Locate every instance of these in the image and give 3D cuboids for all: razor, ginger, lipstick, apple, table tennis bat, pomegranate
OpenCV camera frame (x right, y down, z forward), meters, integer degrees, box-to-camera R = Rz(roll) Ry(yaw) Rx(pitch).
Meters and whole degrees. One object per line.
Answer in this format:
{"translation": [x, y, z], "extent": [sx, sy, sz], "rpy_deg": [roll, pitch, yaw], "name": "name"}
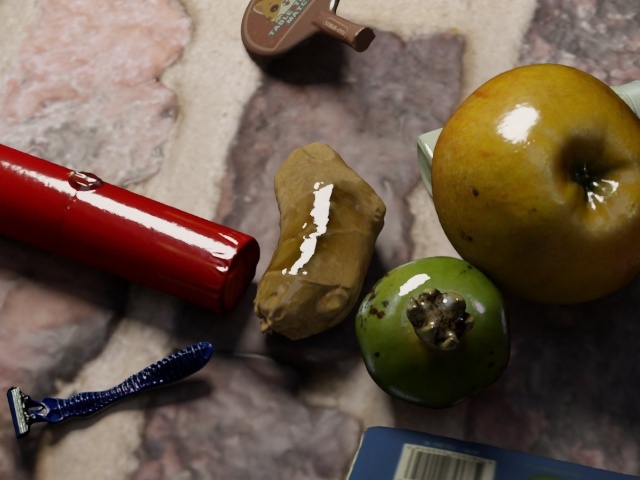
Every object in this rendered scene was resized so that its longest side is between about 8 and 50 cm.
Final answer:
{"translation": [-0.152, 0.108, 0.970], "extent": [0.155, 0.028, 0.044], "rpy_deg": [-18, 51, -10], "name": "razor"}
{"translation": [-0.002, -0.001, 1.020], "extent": [0.095, 0.069, 0.190], "rpy_deg": [13, 54, 3], "name": "ginger"}
{"translation": [-0.184, -0.016, 1.036], "extent": [0.280, 0.073, 0.073], "rpy_deg": [19, 57, 14], "name": "lipstick"}
{"translation": [0.172, -0.040, 0.976], "extent": [0.183, 0.155, 0.182], "rpy_deg": [0, 90, -10], "name": "apple"}
{"translation": [0.018, -0.173, 1.184], "extent": [0.107, 0.119, 0.170], "rpy_deg": [-53, 42, -2], "name": "table tennis bat"}
{"translation": [0.083, 0.062, 0.931], "extent": [0.115, 0.142, 0.114], "rpy_deg": [0, 78, 0], "name": "pomegranate"}

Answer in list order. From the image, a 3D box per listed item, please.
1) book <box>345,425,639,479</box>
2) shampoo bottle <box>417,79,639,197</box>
{"translation": [0.128, 0.246, 0.728], "extent": [0.300, 0.039, 0.428], "rpy_deg": [11, 24, 10], "name": "book"}
{"translation": [0.186, -0.085, 1.088], "extent": [0.212, 0.049, 0.072], "rpy_deg": [-18, 56, -12], "name": "shampoo bottle"}
